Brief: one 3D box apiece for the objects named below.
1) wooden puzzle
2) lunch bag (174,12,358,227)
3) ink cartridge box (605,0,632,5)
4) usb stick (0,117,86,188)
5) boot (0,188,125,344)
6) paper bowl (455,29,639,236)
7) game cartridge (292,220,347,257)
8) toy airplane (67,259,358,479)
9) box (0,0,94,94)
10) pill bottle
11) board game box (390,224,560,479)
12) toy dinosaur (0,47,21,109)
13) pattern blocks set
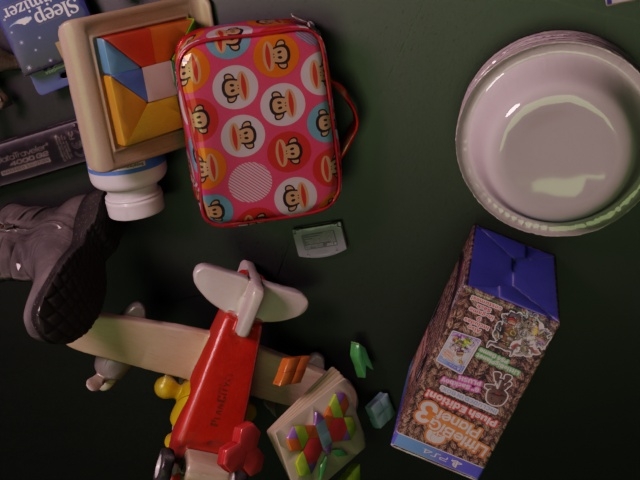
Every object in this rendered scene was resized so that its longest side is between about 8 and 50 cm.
[{"bbox_3d":[-0.246,-0.231,1.325,0.044,0.238,0.221,20,125,49],"label":"wooden puzzle"},{"bbox_3d":[-0.073,-0.175,1.330,0.258,0.120,0.293,-9,113,-9],"label":"lunch bag"},{"bbox_3d":[0.524,-0.412,1.152,0.332,0.065,0.165,-6,111,13],"label":"ink cartridge box"},{"bbox_3d":[-0.490,-0.137,1.499,0.278,0.045,0.077,-14,102,17],"label":"usb stick"},{"bbox_3d":[-0.451,0.051,1.421,0.222,0.338,0.118,-10,123,13],"label":"boot"},{"bbox_3d":[0.331,-0.140,1.265,0.284,0.148,0.284,5,115,11],"label":"paper bowl"},{"bbox_3d":[0.000,0.000,1.468,0.083,0.017,0.056,-8,107,16],"label":"game cartridge"},{"bbox_3d":[-0.173,0.214,1.491,0.384,0.272,0.386,-30,97,-17],"label":"toy airplane"},{"bbox_3d":[-0.420,-0.346,1.381,0.136,0.036,0.225,-21,109,2],"label":"box"},{"bbox_3d":[-0.308,-0.149,1.411,0.124,0.124,0.222,-2,113,13],"label":"pill bottle"},{"bbox_3d":[0.235,0.164,1.368,0.141,0.232,0.291,22,115,3],"label":"board game box"},{"bbox_3d":[-0.593,-0.257,1.430,0.313,0.121,0.160,-14,116,20],"label":"toy dinosaur"},{"bbox_3d":[-0.003,0.311,1.446,0.026,0.325,0.285,2,131,46],"label":"pattern blocks set"}]
